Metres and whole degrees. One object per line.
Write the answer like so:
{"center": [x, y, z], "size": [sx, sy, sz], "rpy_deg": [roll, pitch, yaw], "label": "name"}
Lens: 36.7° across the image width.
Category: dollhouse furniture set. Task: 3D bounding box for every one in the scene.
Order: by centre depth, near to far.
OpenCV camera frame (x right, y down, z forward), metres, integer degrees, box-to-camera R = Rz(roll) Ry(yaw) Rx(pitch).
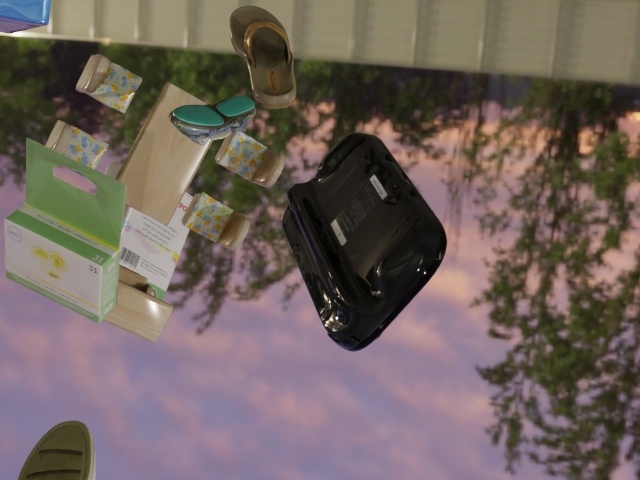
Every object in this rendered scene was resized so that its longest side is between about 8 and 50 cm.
{"center": [-0.292, -0.065, 1.635], "size": [0.362, 0.394, 0.256], "rpy_deg": [28, 179, -24], "label": "dollhouse furniture set"}

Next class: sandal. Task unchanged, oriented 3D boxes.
{"center": [-0.069, -0.239, 1.206], "size": [0.072, 0.049, 0.180], "rpy_deg": [-10, -127, -8], "label": "sandal"}

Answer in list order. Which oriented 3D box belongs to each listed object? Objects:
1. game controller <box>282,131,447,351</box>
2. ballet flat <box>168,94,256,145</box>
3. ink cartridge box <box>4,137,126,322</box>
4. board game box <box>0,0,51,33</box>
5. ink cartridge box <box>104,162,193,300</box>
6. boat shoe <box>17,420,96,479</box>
{"center": [0.041, -0.012, 1.086], "size": [0.067, 0.166, 0.319], "rpy_deg": [43, -169, -30], "label": "game controller"}
{"center": [-0.169, -0.178, 1.494], "size": [0.070, 0.070, 0.188], "rpy_deg": [12, -160, 34], "label": "ballet flat"}
{"center": [-0.366, -0.009, 1.371], "size": [0.171, 0.235, 0.056], "rpy_deg": [25, -137, 11], "label": "ink cartridge box"}
{"center": [-0.444, -0.288, 1.131], "size": [0.210, 0.047, 0.160], "rpy_deg": [5, -177, -33], "label": "board game box"}
{"center": [-0.403, -0.002, 2.073], "size": [0.117, 0.278, 0.201], "rpy_deg": [10, 164, 32], "label": "ink cartridge box"}
{"center": [-0.375, 0.413, 1.391], "size": [0.113, 0.103, 0.302], "rpy_deg": [-6, -128, 8], "label": "boat shoe"}
